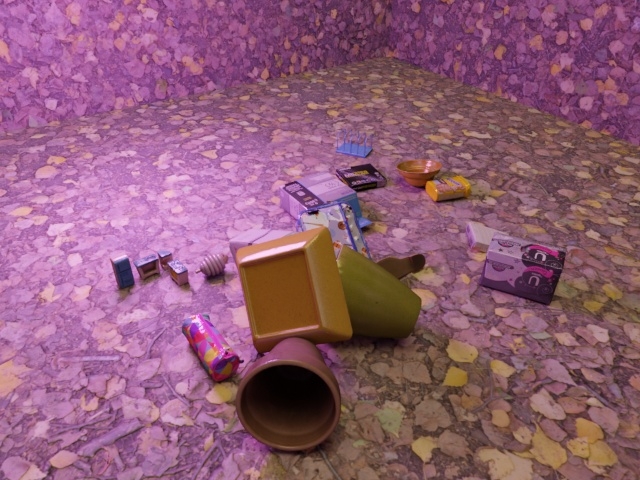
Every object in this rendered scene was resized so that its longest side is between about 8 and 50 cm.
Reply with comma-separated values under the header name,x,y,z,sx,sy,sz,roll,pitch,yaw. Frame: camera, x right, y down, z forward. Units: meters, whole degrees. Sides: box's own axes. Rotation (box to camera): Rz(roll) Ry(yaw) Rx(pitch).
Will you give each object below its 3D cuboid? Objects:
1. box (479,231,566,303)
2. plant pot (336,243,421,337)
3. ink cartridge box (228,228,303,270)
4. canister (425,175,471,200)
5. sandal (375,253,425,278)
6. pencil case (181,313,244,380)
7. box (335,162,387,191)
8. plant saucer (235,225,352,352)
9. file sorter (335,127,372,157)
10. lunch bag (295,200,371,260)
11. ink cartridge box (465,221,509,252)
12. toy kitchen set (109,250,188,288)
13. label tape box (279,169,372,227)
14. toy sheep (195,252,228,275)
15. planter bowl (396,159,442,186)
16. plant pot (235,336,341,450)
name,x,y,z,sx,sy,sz,roll,pitch,yaw
box,0.712,0.094,1.762,0.248,0.163,0.142,16,37,21
plant pot,0.156,0.189,1.569,0.294,0.274,0.274,21,38,2
ink cartridge box,-0.151,0.078,1.660,0.289,0.211,0.122,6,29,44
canister,0.590,-0.240,2.309,0.170,0.073,0.126,-10,36,-12
sandal,0.273,0.096,1.851,0.240,0.088,0.079,-11,5,-28
pencil case,-0.328,0.313,1.495,0.105,0.104,0.236,-24,41,-30
box,0.196,-0.307,2.419,0.191,0.045,0.184,-12,40,-18
plant saucer,-0.102,0.154,1.447,0.333,0.332,0.081,-15,-5,26
file sorter,0.184,-0.528,2.678,0.171,0.104,0.118,15,37,20
lunch bag,0.049,0.003,1.812,0.244,0.115,0.303,-12,73,-14
ink cartridge box,0.687,0.001,2.017,0.180,0.045,0.145,18,34,-8
toy kitchen set,-0.600,0.105,1.760,0.207,0.122,0.166,-26,43,-32
label tape box,0.018,-0.153,2.108,0.249,0.115,0.348,-22,40,-27
toy sheep,-0.397,0.089,1.823,0.132,0.091,0.091,-31,45,-17
planter bowl,0.470,-0.314,2.383,0.218,0.090,0.217,-3,24,2
plant pot,-0.076,0.373,1.317,0.263,0.262,0.229,2,18,1
